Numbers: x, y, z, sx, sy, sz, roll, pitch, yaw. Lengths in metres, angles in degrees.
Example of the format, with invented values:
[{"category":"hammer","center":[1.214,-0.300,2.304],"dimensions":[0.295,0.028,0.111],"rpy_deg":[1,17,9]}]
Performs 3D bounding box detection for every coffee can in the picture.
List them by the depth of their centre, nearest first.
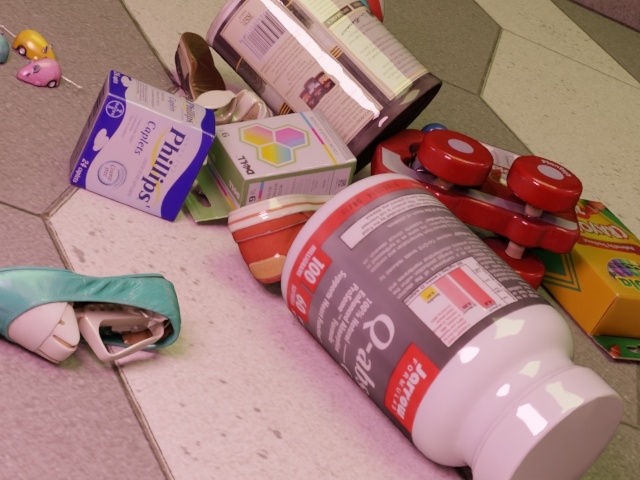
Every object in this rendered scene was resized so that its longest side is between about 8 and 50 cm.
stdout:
[{"category":"coffee can","center":[0.005,-0.248,2.087],"dimensions":[0.275,0.201,0.201],"rpy_deg":[47,27,5]}]

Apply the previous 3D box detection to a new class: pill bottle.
[{"category":"pill bottle","center":[0.139,0.109,1.603],"dimensions":[0.210,0.210,0.363],"rpy_deg":[-1,37,-48]}]

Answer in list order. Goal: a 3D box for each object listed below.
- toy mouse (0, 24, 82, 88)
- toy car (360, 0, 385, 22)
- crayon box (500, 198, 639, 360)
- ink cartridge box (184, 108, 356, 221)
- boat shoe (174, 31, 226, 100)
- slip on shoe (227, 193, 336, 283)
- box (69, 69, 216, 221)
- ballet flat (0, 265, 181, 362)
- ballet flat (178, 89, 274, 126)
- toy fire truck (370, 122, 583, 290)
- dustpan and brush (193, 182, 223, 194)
[{"category":"toy mouse","center":[-0.386,-0.239,1.924],"dimensions":[0.161,0.031,0.143],"rpy_deg":[34,25,11]},{"category":"toy car","center":[0.067,-0.282,2.322],"dimensions":[0.238,0.210,0.219],"rpy_deg":[36,18,-15]},{"category":"crayon box","center":[0.415,0.051,2.171],"dimensions":[0.202,0.081,0.318],"rpy_deg":[8,32,-40]},{"category":"ink cartridge box","center":[-0.073,-0.094,1.841],"dimensions":[0.209,0.062,0.109],"rpy_deg":[-11,45,-24]},{"category":"boat shoe","center":[-0.172,-0.225,2.109],"dimensions":[0.056,0.049,0.152],"rpy_deg":[7,51,-28]},{"category":"slip on shoe","center":[0.000,0.000,1.814],"dimensions":[0.331,0.123,0.101],"rpy_deg":[-5,79,-63]},{"category":"box","center":[-0.209,-0.110,1.753],"dimensions":[0.137,0.126,0.072],"rpy_deg":[20,25,-18]},{"category":"ballet flat","center":[-0.232,0.074,1.435],"dimensions":[0.247,0.083,0.087],"rpy_deg":[2,50,-42]},{"category":"ballet flat","center":[-0.120,-0.165,2.010],"dimensions":[0.086,0.086,0.248],"rpy_deg":[42,27,25]},{"category":"toy fire truck","center":[0.214,-0.072,2.053],"dimensions":[0.302,0.169,0.254],"rpy_deg":[17,25,-6]},{"category":"dustpan and brush","center":[-0.043,-0.073,1.914],"dimensions":[0.211,0.060,0.147],"rpy_deg":[22,25,-2]}]
